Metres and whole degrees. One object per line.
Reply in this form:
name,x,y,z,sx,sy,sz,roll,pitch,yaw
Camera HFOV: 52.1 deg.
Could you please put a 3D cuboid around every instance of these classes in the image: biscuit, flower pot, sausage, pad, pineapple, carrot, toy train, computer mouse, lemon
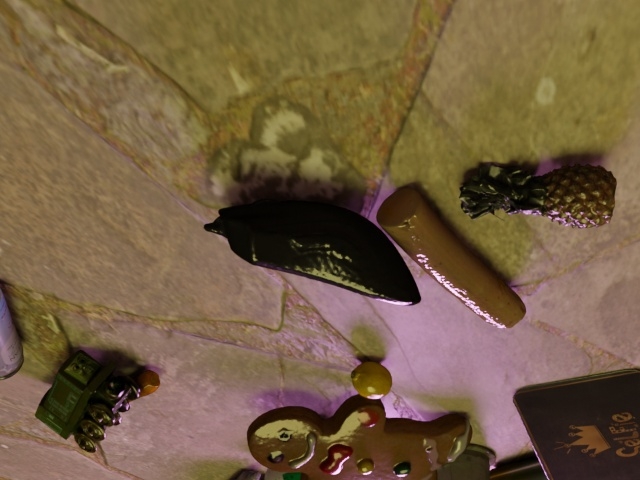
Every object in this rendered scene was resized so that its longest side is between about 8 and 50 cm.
biscuit,0.066,0.415,1.256,0.433,0.064,0.282,17,117,-21
flower pot,0.283,0.574,1.438,0.213,0.202,0.212,4,144,3
sausage,0.174,0.034,0.827,0.066,0.065,0.301,-24,135,30
pad,0.553,0.384,1.211,0.315,0.063,0.375,-17,125,21
pineapple,0.232,-0.049,0.713,0.160,0.074,0.074,3,144,12
carrot,-0.341,0.273,1.176,0.042,0.042,0.171,29,136,-32
toy train,-0.402,0.275,1.124,0.137,0.090,0.225,38,132,-1
computer mouse,0.000,0.000,0.753,0.264,0.088,0.147,14,-174,-16
lemon,0.085,0.233,1.094,0.083,0.062,0.062,23,138,-27

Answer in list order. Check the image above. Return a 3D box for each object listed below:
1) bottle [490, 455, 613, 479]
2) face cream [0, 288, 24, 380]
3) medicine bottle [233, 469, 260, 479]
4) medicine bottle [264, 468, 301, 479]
bottle,0.503,0.507,1.434,0.082,0.082,0.286,27,137,-31
face cream,-0.495,0.144,0.983,0.075,0.075,0.229,7,144,-8
medicine bottle,-0.183,0.595,1.594,0.058,0.057,0.199,16,140,-19
medicine bottle,-0.020,0.498,1.429,0.095,0.095,0.260,23,138,-26
